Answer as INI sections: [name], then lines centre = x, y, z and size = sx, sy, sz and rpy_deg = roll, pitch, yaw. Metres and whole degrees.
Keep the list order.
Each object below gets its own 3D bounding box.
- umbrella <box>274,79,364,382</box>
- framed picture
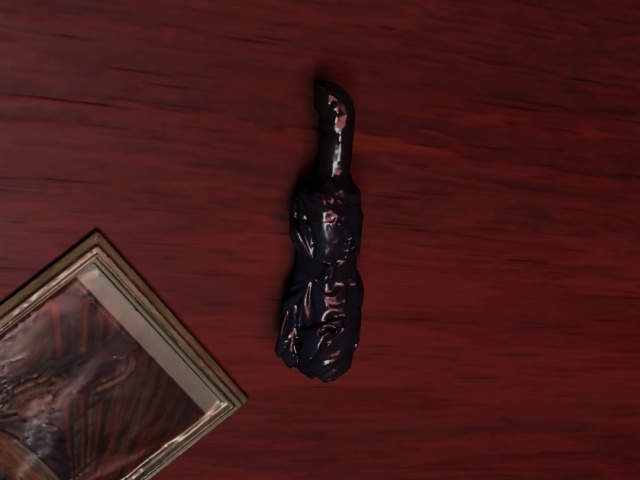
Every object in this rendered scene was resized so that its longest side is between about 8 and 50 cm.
[umbrella]
centre = 0.008, 0.000, 0.831
size = 0.071, 0.071, 0.248
rpy_deg = -3, 116, -23
[framed picture]
centre = -0.215, 0.148, 0.832
size = 0.273, 0.016, 0.216
rpy_deg = -39, 123, -3
